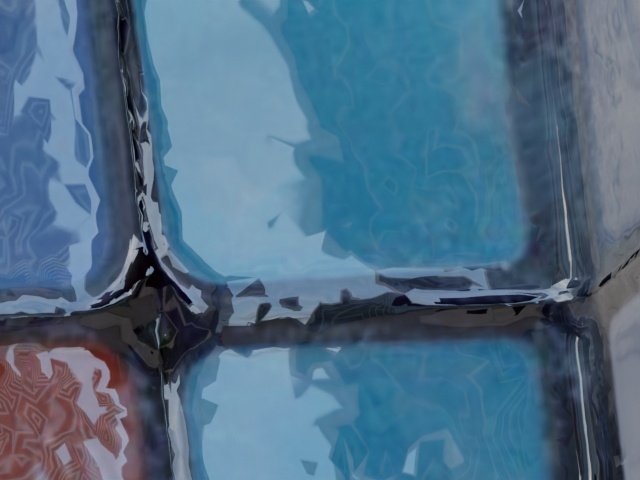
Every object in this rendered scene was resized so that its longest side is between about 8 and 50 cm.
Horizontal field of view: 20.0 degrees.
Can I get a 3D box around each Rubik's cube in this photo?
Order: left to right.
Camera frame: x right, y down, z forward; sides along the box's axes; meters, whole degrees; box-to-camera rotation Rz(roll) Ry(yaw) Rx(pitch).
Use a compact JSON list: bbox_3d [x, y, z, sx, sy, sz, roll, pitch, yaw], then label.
[{"bbox_3d":[0.000,0.000,0.746,0.316,0.318,0.313,-4,-172,22],"label":"Rubik's cube"}]
